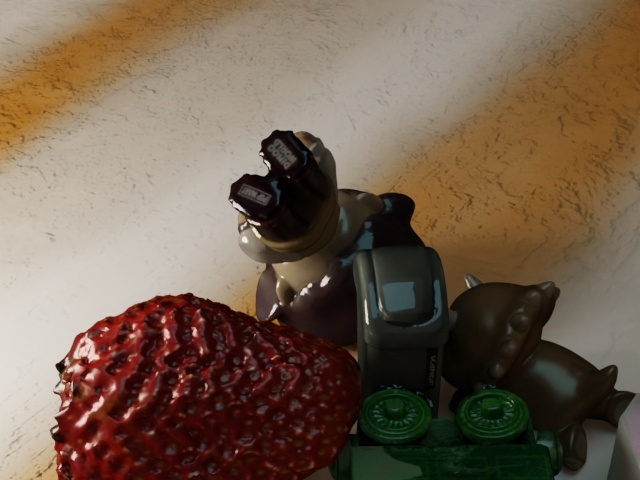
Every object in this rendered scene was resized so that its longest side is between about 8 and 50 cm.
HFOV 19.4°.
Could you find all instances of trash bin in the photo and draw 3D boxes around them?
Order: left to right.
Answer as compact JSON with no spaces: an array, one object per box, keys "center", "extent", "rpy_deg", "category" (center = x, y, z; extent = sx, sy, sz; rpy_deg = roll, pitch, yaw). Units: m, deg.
[{"center":[0.091,0.118,2.214],"extent":[0.101,0.236,0.176],"rpy_deg":[-3,34,-6],"category":"trash bin"}]

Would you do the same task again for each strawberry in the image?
[{"center":[-0.120,0.175,2.085],"extent":[0.351,0.267,0.312],"rpy_deg":[-10,27,16],"category":"strawberry"}]

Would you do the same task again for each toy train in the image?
[{"center":[0.142,0.268,2.083],"extent":[0.266,0.145,0.202],"rpy_deg":[-1,38,-2],"category":"toy train"}]

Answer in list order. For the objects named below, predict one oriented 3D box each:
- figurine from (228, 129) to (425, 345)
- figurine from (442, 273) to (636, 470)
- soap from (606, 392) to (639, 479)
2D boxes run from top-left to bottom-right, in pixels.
[{"center":[-0.019,-0.005,2.324],"extent":[0.206,0.365,0.218],"rpy_deg":[9,68,38],"category":"figurine"},{"center":[0.251,0.136,2.248],"extent":[0.177,0.173,0.247],"rpy_deg":[-27,43,-35],"category":"figurine"},{"center":[0.480,0.297,2.070],"extent":[0.347,0.115,0.208],"rpy_deg":[19,38,25],"category":"soap"}]
